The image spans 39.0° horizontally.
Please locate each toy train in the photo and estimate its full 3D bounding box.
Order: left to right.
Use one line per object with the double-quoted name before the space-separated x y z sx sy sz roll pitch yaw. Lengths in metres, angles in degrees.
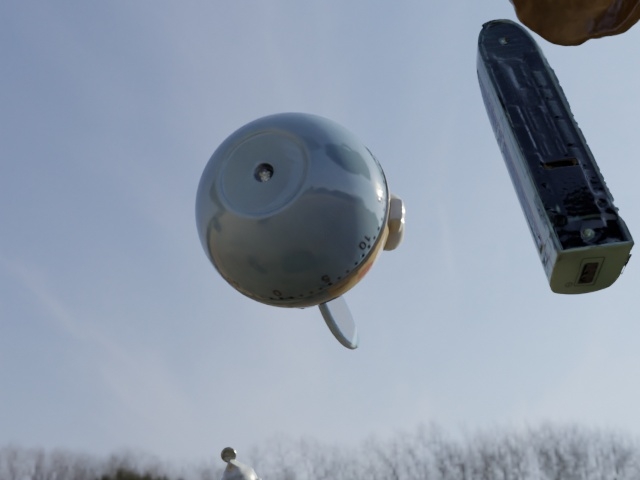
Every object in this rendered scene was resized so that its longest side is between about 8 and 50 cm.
"toy train" 0.264 -0.118 1.096 0.086 0.407 0.088 -7 -40 -2

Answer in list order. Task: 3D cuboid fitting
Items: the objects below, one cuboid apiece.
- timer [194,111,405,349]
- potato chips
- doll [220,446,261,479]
"timer" 0.010 -0.007 0.762 0.175 0.175 0.255 -18 -33 37
"potato chips" 0.187 -0.243 0.675 0.150 0.049 0.202 -2 -46 46
"doll" -0.063 0.329 0.964 0.114 0.227 0.057 -14 1 10
